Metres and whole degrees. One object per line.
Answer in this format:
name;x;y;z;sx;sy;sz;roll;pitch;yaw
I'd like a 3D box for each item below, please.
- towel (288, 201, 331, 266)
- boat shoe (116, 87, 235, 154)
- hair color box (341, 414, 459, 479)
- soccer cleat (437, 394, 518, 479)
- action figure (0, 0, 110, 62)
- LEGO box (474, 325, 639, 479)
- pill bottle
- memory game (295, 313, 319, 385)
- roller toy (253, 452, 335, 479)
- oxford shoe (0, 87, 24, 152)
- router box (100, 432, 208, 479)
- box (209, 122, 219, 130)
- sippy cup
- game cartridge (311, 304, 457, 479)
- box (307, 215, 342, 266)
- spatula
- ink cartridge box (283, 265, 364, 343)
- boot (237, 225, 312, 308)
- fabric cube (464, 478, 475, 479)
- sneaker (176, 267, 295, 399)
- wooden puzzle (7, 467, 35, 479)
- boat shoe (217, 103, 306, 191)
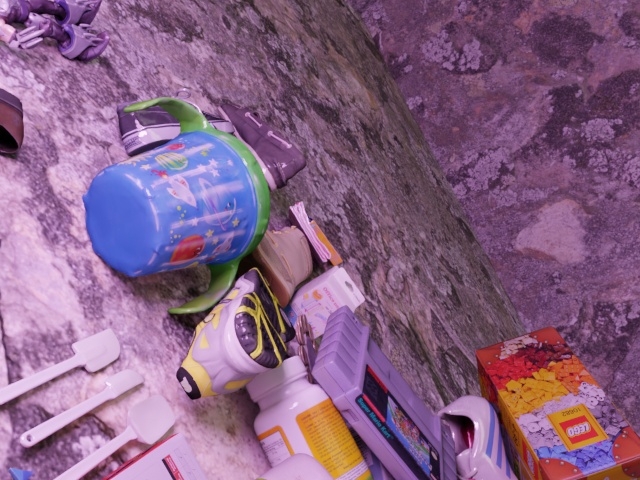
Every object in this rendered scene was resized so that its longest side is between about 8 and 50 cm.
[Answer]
towel;-0.024;-0.009;1.524;0.144;0.029;0.197;59;-7;3
boat shoe;-0.280;-0.234;1.327;0.306;0.113;0.105;-21;93;-57
hair color box;0.169;0.439;1.328;0.374;0.113;0.185;32;34;-42
soccer cleat;0.323;0.472;1.337;0.143;0.116;0.331;-1;61;-35
action figure;-0.492;-0.388;1.144;0.285;0.099;0.185;-10;74;-61
LEGO box;0.517;0.503;1.476;0.372;0.193;0.500;-110;-177;-56
pill bottle;-0.024;0.317;1.087;0.246;0.136;0.136;62;24;12
memory game;-0.019;0.227;1.273;0.186;0.012;0.186;-13;90;-83
roller toy;-0.021;0.390;0.900;0.191;0.146;0.209;57;-21;13
oxford shoe;-0.489;-0.172;0.894;0.227;0.083;0.096;15;51;-55
router box;-0.174;0.416;0.720;0.335;0.082;0.301;60;20;6
box;-0.188;-0.150;1.358;0.100;0.060;0.244;60;3;7
sippy cup;-0.236;-0.050;1.068;0.305;0.240;0.224;51;33;11
game cartridge;0.125;0.298;1.182;0.355;0.068;0.230;52;14;-10
box;0.000;0.000;1.628;0.136;0.028;0.081;53;-4;-4
spatula;-0.289;0.209;0.852;0.168;0.019;0.242;56;21;3
ink cartridge box;0.007;0.126;1.377;0.092;0.143;0.090;53;24;-6
boot;-0.116;-0.005;1.367;0.262;0.095;0.203;56;24;-5
fabric cube;0.169;0.548;0.964;0.258;0.259;0.254;57;21;-24
sneaker;-0.137;0.145;1.103;0.145;0.147;0.385;59;5;1
wooden puzzle;-0.303;0.304;0.729;0.078;0.014;0.116;28;36;-54
boat shoe;-0.132;-0.219;1.496;0.335;0.095;0.112;53;-12;46
